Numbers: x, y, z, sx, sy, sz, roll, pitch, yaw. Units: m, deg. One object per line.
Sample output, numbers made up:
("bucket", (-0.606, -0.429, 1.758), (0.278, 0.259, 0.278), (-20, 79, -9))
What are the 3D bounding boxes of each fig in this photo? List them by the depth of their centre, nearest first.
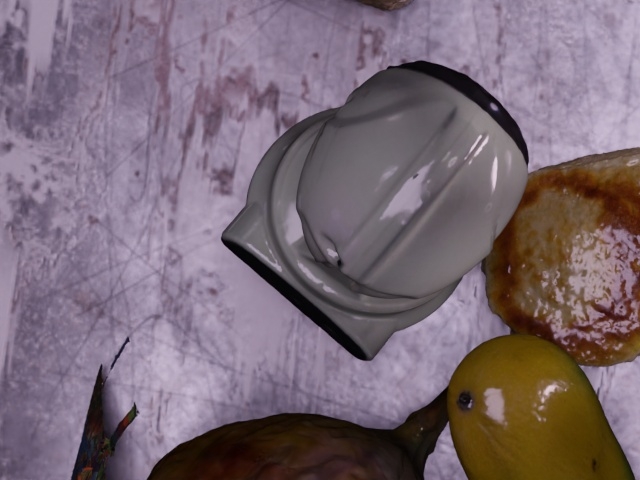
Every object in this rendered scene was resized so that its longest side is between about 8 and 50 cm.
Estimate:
("fig", (0.031, 0.233, 1.245), (0.369, 0.286, 0.286), (-37, 84, -28))

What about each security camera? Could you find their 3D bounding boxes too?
("security camera", (0.054, -0.035, 1.186), (0.197, 0.277, 0.191), (41, 77, -2))

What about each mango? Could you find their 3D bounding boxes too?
("mango", (0.182, 0.175, 1.227), (0.137, 0.091, 0.237), (-49, 119, -31))

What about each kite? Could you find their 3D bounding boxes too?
("kite", (-0.186, 0.187, 1.302), (0.010, 0.183, 0.160), (14, 134, -25))

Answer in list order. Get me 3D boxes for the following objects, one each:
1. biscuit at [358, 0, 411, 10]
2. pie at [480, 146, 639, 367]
("biscuit", (-0.114, -0.301, 1.298), (0.426, 0.144, 0.078), (19, 88, 5))
("pie", (0.237, 0.014, 1.280), (0.205, 0.084, 0.179), (-11, 87, 8))
